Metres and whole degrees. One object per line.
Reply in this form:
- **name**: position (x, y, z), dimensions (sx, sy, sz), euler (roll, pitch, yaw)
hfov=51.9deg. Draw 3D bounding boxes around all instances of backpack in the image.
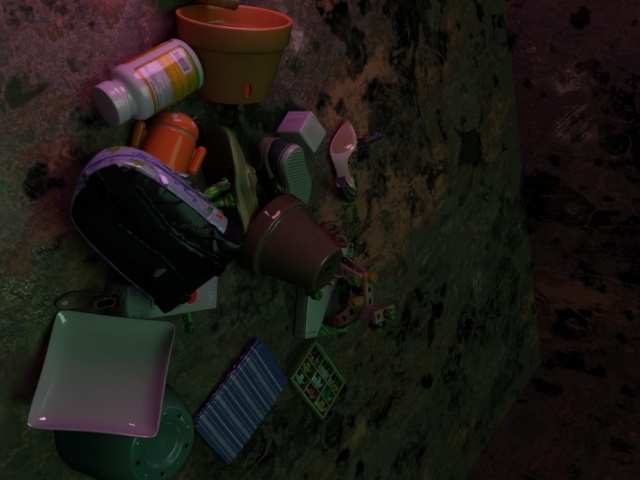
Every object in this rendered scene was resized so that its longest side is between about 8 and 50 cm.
- **backpack**: position (-0.400, -0.050, 1.512), dimensions (0.290, 0.273, 0.355), euler (-41, 128, 17)

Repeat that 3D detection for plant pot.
- **plant pot**: position (-0.453, 0.462, 1.605), dimensions (0.293, 0.235, 0.293), euler (-11, 105, -49)
- **plant pot**: position (-0.223, -0.478, 1.693), dimensions (0.291, 0.291, 0.203), euler (-28, 134, -44)
- **plant pot**: position (-0.064, 0.027, 1.926), dimensions (0.263, 0.229, 0.263), euler (-47, 157, -27)

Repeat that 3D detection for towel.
- **towel**: position (-0.241, 0.493, 2.031), dimensions (0.336, 0.040, 0.243), euler (-52, 134, -28)

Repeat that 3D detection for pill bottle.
- **pill bottle**: position (-0.412, -0.371, 1.567), dimensions (0.246, 0.136, 0.136), euler (-40, 126, -32)

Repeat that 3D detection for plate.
- **plate**: position (-0.489, 0.306, 1.500), dimensions (0.045, 0.278, 0.277), euler (109, -14, -57)

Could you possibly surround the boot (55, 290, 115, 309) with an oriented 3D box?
- **boot**: position (-0.547, 0.144, 1.545), dimensions (0.118, 0.087, 0.042), euler (-17, 112, -47)

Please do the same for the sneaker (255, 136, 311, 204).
- **sneaker**: position (-0.111, -0.197, 1.996), dimensions (0.126, 0.127, 0.321), euler (-48, 156, -26)

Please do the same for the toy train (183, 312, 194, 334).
- **toy train**: position (-0.367, 0.223, 1.828), dimensions (0.017, 0.024, 0.083), euler (-24, 116, -46)

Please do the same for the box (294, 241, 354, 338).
- **box**: position (0.015, 0.165, 2.254), dimensions (0.232, 0.058, 0.322), euler (-1, 99, -50)

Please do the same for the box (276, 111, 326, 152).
- **box**: position (-0.059, -0.335, 2.034), dimensions (0.102, 0.101, 0.087), euler (50, 60, -43)

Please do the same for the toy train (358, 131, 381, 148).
- **toy train**: position (0.169, -0.362, 2.366), dimensions (0.158, 0.027, 0.036), euler (-28, 107, -44)

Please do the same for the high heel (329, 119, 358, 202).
- **high heel**: position (0.093, -0.267, 2.275), dimensions (0.186, 0.093, 0.261), euler (52, 42, -68)

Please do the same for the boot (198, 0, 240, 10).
- **boot**: position (-0.309, -0.723, 1.673), dimensions (0.220, 0.109, 0.283), euler (13, 66, -25)

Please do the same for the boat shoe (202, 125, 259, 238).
- **boat shoe**: position (-0.242, -0.170, 1.842), dimensions (0.110, 0.122, 0.341), euler (-41, 137, -44)

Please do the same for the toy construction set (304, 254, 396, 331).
- **toy construction set**: position (0.121, 0.172, 2.153), dimensions (0.309, 0.237, 0.257), euler (29, 74, -48)

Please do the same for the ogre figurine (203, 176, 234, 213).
- **ogre figurine**: position (-0.308, -0.072, 1.786), dimensions (0.118, 0.197, 0.097), euler (-16, 66, -35)

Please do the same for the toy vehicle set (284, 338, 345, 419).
- **toy vehicle set**: position (-0.015, 0.484, 2.294), dimensions (0.166, 0.035, 0.267), euler (-56, 135, -28)

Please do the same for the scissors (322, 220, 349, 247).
- **scissors**: position (0.000, 0.000, 2.166), dimensions (0.297, 0.021, 0.109), euler (-19, 73, -55)

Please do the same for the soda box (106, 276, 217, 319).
- **soda box**: position (-0.407, 0.142, 1.707), dimensions (0.286, 0.098, 0.091), euler (-4, 98, -51)

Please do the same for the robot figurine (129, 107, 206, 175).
- **robot figurine**: position (-0.383, -0.231, 1.643), dimensions (0.128, 0.158, 0.219), euler (53, 54, -73)
